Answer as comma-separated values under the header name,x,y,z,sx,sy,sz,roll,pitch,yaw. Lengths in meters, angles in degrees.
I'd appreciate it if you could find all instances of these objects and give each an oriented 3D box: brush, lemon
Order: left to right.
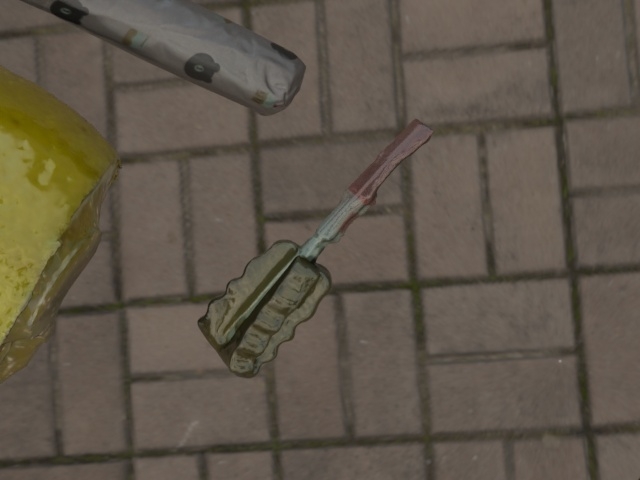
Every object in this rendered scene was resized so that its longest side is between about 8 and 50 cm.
name,x,y,z,sx,sy,sz,roll,pitch,yaw
lemon,-0.391,-0.019,1.121,0.364,0.364,0.364,-1,84,11
brush,0.000,0.000,1.142,0.301,0.071,0.084,-48,59,5

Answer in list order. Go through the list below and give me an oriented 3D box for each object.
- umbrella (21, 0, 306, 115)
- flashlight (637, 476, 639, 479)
name,x,y,z,sx,sy,sz,roll,pitch,yaw
umbrella,-0.171,-0.205,1.071,0.337,0.073,0.067,24,70,-22
flashlight,0.207,0.266,0.804,0.093,0.093,0.232,31,78,13
